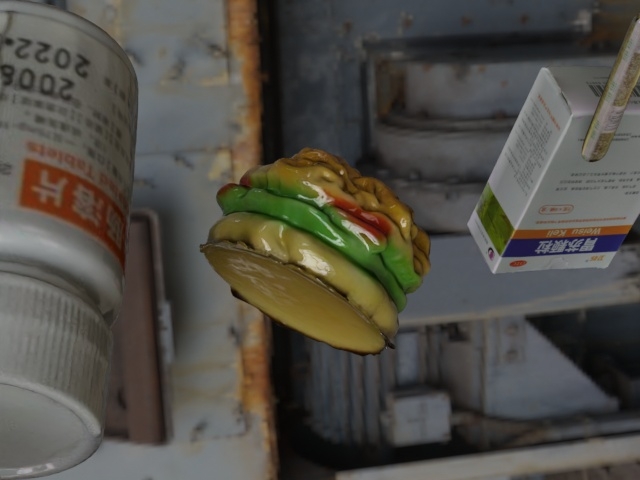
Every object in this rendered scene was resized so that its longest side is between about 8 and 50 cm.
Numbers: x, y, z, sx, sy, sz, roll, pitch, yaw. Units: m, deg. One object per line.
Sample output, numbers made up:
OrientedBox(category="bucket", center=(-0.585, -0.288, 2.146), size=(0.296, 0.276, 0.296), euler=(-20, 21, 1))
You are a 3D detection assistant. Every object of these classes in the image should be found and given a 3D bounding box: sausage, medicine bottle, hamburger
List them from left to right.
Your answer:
OrientedBox(category="medicine bottle", center=(-0.266, -0.006, 1.000), size=(0.211, 0.211, 0.371), euler=(102, 168, -55))
OrientedBox(category="hamburger", center=(0.000, 0.000, 1.190), size=(0.148, 0.237, 0.237), euler=(-62, 2, -17))
OrientedBox(category="sausage", center=(0.344, -0.172, 1.367), size=(0.269, 0.033, 0.032), euler=(97, 164, -56))

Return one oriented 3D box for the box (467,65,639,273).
OrientedBox(category="box", center=(0.353, -0.093, 1.630), size=(0.299, 0.200, 0.106), euler=(109, 149, -41))
